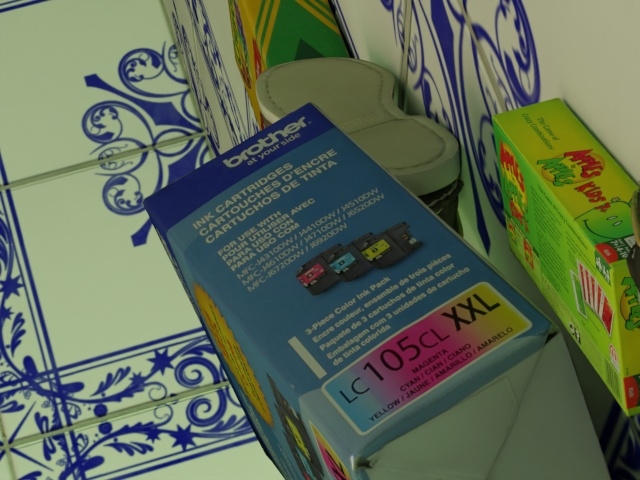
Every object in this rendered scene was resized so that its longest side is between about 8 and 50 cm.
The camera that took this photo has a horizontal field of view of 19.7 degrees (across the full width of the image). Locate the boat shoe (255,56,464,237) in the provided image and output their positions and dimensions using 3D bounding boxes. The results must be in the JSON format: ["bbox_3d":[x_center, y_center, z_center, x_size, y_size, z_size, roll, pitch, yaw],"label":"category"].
[{"bbox_3d":[0.029,-0.067,1.467,0.324,0.116,0.097,-133,30,-62],"label":"boat shoe"}]

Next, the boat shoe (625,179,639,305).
[{"bbox_3d":[0.171,0.036,0.710,0.228,0.081,0.069,-114,7,-62],"label":"boat shoe"}]

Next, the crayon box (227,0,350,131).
[{"bbox_3d":[-0.026,-0.167,1.795,0.202,0.081,0.319,85,168,-58],"label":"crayon box"}]

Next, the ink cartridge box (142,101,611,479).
[{"bbox_3d":[0.032,0.092,1.227,0.395,0.151,0.270,49,165,53],"label":"ink cartridge box"}]

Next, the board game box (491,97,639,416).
[{"bbox_3d":[0.146,0.004,0.990,0.181,0.043,0.092,-118,15,-58],"label":"board game box"}]
